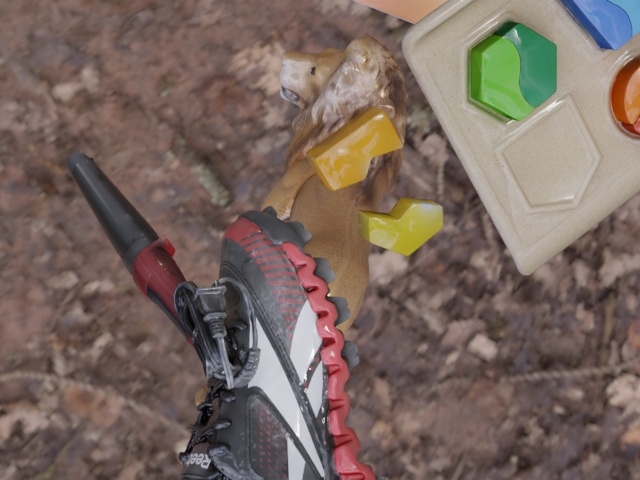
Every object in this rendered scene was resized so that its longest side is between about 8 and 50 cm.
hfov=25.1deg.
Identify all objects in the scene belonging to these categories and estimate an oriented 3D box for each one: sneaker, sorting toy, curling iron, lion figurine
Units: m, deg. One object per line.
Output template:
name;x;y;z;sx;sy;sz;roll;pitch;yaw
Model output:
sneaker;-0.041;0.113;1.007;0.097;0.135;0.276;149;110;-66
sorting toy;0.152;-0.086;1.041;0.307;0.041;0.229;-36;118;-12
curling iron;-0.105;0.006;0.922;0.274;0.035;0.068;45;139;50
lion figurine;0.000;0.000;1.341;0.142;0.392;0.240;20;134;-22

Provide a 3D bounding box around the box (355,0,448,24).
box;0.109;-0.269;1.299;0.170;0.091;0.130;20;135;1
